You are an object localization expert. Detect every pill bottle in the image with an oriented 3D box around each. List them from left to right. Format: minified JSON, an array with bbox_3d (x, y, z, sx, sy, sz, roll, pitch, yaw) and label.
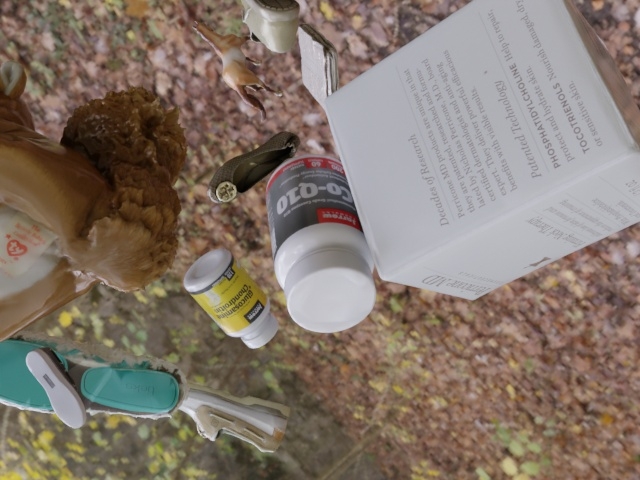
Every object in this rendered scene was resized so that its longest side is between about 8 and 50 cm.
[{"bbox_3d":[-0.157,0.110,1.436,0.184,0.103,0.103,52,164,-28],"label":"pill bottle"},{"bbox_3d":[0.000,0.000,1.276,0.283,0.161,0.161,-102,-8,-50],"label":"pill bottle"}]

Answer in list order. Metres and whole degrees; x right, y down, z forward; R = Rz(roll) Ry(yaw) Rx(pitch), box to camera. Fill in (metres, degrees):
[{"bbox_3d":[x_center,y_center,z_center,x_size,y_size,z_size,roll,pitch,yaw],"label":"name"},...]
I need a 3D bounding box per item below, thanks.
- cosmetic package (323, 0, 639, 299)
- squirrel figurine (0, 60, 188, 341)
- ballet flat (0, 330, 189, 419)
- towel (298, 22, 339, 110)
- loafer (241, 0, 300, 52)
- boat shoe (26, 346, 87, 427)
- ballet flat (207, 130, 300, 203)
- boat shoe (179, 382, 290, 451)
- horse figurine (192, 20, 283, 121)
[{"bbox_3d":[0.283,-0.143,1.234,0.329,0.393,0.327,15,-128,-54],"label":"cosmetic package"},{"bbox_3d":[-0.374,-0.080,1.031,0.370,0.397,0.281,-127,41,-53],"label":"squirrel figurine"},{"bbox_3d":[-0.448,0.250,1.460,0.408,0.147,0.147,14,165,-10],"label":"ballet flat"},{"bbox_3d":[-0.008,-0.482,2.194,0.282,0.049,0.187,-122,24,-56],"label":"towel"},{"bbox_3d":[-0.097,-0.408,1.433,0.268,0.101,0.092,-109,21,-62],"label":"loafer"},{"bbox_3d":[-0.406,0.227,1.235,0.142,0.049,0.040,56,-159,3],"label":"boat shoe"},{"bbox_3d":[-0.141,-0.161,1.739,0.058,0.250,0.084,32,149,43],"label":"ballet flat"},{"bbox_3d":[-0.220,0.367,1.653,0.302,0.103,0.113,11,164,7],"label":"boat shoe"},{"bbox_3d":[-0.189,-0.416,1.884,0.066,0.174,0.263,-37,63,37],"label":"horse figurine"}]
